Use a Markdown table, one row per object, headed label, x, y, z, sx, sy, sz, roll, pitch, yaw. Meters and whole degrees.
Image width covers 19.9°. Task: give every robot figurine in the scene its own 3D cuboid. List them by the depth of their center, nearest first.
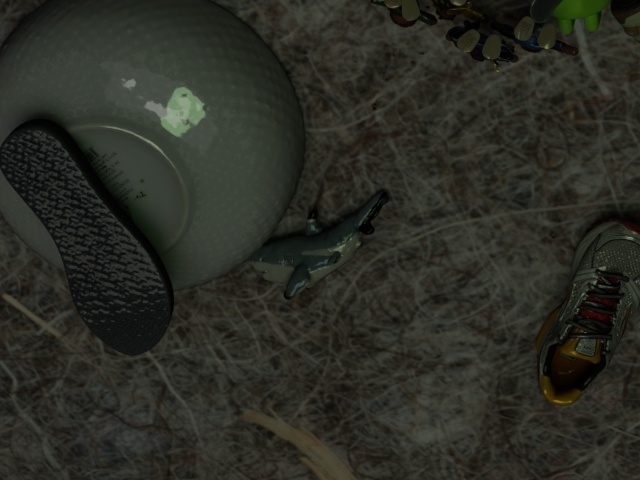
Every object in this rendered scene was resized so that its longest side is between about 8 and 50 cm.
| label | x | y | z | sx | sy | sz | roll | pitch | yaw |
| --- | --- | --- | --- | --- | --- | --- | --- | --- | --- |
| robot figurine | 0.229 | -0.248 | 1.662 | 0.101 | 0.067 | 0.115 | -5 | 121 | 20 |

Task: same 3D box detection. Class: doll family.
| label | x | y | z | sx | sy | sz | roll | pitch | yaw |
| --- | --- | --- | --- | --- | --- | --- | --- | --- | --- |
| doll family | 0.143 | -0.202 | 1.691 | 0.193 | 0.111 | 0.076 | 32 | 90 | 5 |

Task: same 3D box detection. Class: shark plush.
| label | x | y | z | sx | sy | sz | roll | pitch | yaw |
| --- | --- | --- | --- | --- | --- | --- | --- | --- | --- |
| shark plush | 0.000 | 0.000 | 1.879 | 0.161 | 0.073 | 0.067 | -35 | 86 | 32 |

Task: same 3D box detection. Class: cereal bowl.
| label | x | y | z | sx | sy | sz | roll | pitch | yaw |
| --- | --- | --- | --- | --- | --- | --- | --- | --- | --- |
| cereal bowl | -0.192 | -0.079 | 1.819 | 0.339 | 0.141 | 0.339 | 6 | 125 | 9 |

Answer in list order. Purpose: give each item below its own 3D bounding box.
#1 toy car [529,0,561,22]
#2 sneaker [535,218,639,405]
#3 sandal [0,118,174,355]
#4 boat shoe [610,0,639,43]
| label | x | y | z | sx | sy | sz | roll | pitch | yaw |
| --- | --- | --- | --- | --- | --- | --- | --- | --- | --- |
| toy car | 0.201 | -0.273 | 1.508 | 0.155 | 0.188 | 0.149 | 49 | 154 | -23 |
| sneaker | 0.283 | 0.077 | 1.847 | 0.088 | 0.093 | 0.225 | 18 | 124 | 0 |
| sandal | -0.215 | -0.008 | 1.761 | 0.097 | 0.054 | 0.254 | -22 | 107 | 16 |
| boat shoe | 0.362 | -0.230 | 1.656 | 0.190 | 0.068 | 0.072 | -19 | 129 | 33 |
